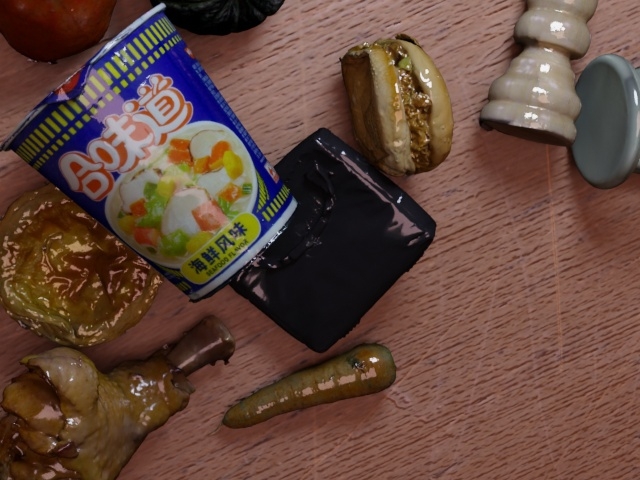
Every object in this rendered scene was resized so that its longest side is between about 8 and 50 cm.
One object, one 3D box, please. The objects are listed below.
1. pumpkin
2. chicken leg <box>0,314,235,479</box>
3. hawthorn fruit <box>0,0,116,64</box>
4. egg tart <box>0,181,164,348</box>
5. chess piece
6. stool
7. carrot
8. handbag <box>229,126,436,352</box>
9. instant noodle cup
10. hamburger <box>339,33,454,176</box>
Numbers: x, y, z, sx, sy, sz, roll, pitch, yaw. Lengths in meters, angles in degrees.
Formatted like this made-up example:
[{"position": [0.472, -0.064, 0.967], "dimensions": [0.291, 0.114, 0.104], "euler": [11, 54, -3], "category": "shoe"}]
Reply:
[{"position": [-0.132, -0.376, 1.420], "dimensions": [0.220, 0.162, 0.220], "euler": [-15, 142, -12], "category": "pumpkin"}, {"position": [-0.295, 0.222, 1.467], "dimensions": [0.409, 0.182, 0.295], "euler": [-34, 138, -18], "category": "chicken leg"}, {"position": [-0.345, -0.327, 1.385], "dimensions": [0.185, 0.202, 0.185], "euler": [0, 92, -16], "category": "hawthorn fruit"}, {"position": [-0.339, 0.030, 1.488], "dimensions": [0.241, 0.106, 0.241], "euler": [-1, 95, -13], "category": "egg tart"}, {"position": [0.329, -0.277, 1.565], "dimensions": [0.142, 0.143, 0.261], "euler": [14, 91, -13], "category": "chess piece"}, {"position": [0.494, -0.171, 1.575], "dimensions": [0.198, 0.195, 0.195], "euler": [0, 98, -12], "category": "stool"}, {"position": [-0.031, 0.228, 1.600], "dimensions": [0.298, 0.078, 0.078], "euler": [-20, 102, -3], "category": "carrot"}, {"position": [0.000, 0.000, 1.527], "dimensions": [0.244, 0.088, 0.275], "euler": [39, 113, -10], "category": "handbag"}, {"position": [-0.197, -0.094, 1.370], "dimensions": [0.284, 0.284, 0.312], "euler": [-43, 101, -2], "category": "instant noodle cup"}, {"position": [0.102, -0.182, 1.491], "dimensions": [0.108, 0.214, 0.214], "euler": [-19, 102, -15], "category": "hamburger"}]
